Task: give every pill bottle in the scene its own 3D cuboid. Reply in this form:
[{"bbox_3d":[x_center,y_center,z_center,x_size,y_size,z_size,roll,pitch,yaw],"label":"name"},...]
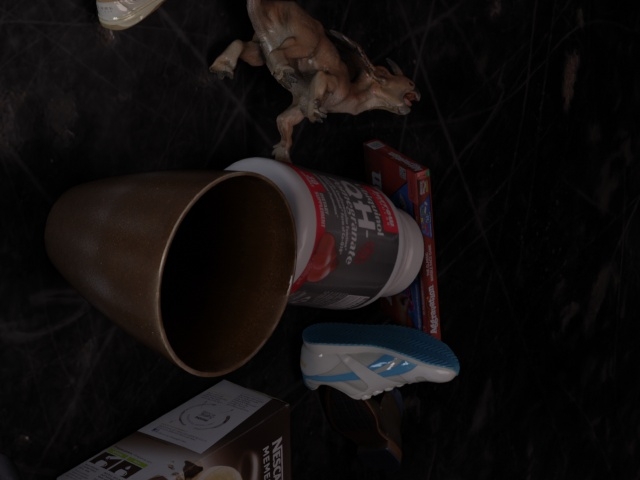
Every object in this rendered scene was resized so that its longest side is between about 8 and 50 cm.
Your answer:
[{"bbox_3d":[0.000,0.000,1.625,0.318,0.176,0.176,10,94,-55],"label":"pill bottle"}]

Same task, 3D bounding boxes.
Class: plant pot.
[{"bbox_3d":[-0.181,0.011,1.336,0.215,0.230,0.215,-25,122,-48],"label":"plant pot"}]

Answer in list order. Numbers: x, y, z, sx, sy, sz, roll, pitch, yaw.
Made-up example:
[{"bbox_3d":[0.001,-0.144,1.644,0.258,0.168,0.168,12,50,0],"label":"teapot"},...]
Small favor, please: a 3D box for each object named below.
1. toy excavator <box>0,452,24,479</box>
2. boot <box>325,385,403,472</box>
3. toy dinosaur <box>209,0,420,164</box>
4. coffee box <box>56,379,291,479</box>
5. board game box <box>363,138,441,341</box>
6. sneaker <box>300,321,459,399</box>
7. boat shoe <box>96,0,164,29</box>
[{"bbox_3d":[-0.297,0.436,1.296,0.432,0.222,0.445,-21,135,-22],"label":"toy excavator"},{"bbox_3d":[0.070,0.254,1.926,0.106,0.082,0.219,-74,147,-42],"label":"boot"},{"bbox_3d":[-0.018,-0.234,1.574,0.296,0.127,0.200,51,49,-30],"label":"toy dinosaur"},{"bbox_3d":[-0.172,0.317,1.556,0.297,0.118,0.168,-28,124,-46],"label":"coffee box"},{"bbox_3d":[0.119,0.004,1.819,0.027,0.145,0.281,-19,119,-22],"label":"board game box"},{"bbox_3d":[0.085,0.178,1.792,0.087,0.228,0.092,-76,172,-65],"label":"sneaker"},{"bbox_3d":[-0.182,-0.298,1.365,0.170,0.063,0.059,-49,143,-30],"label":"boat shoe"}]
